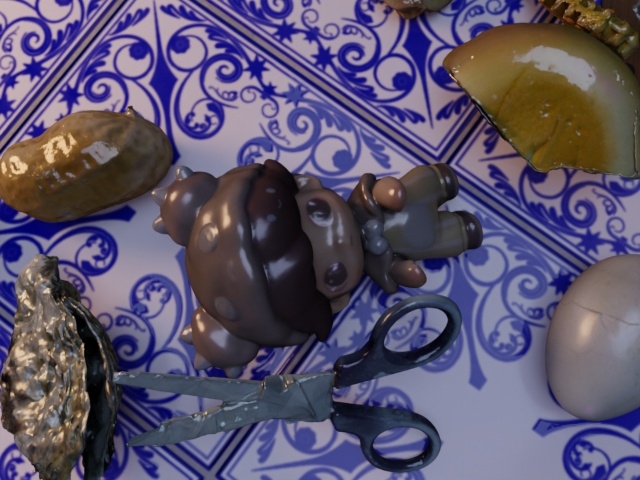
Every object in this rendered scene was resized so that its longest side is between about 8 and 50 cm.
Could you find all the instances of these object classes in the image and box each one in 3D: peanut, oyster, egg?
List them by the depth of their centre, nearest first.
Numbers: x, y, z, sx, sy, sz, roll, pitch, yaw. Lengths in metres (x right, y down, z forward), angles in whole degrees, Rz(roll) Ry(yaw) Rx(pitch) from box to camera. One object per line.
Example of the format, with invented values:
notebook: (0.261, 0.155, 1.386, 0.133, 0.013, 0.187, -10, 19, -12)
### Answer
oyster: (-0.310, 0.164, 0.861, 0.112, 0.198, 0.267, 2, 39, -36)
egg: (0.348, 0.115, 0.863, 0.151, 0.151, 0.209, 29, 85, 6)
peanut: (-0.301, -0.095, 0.930, 0.224, 0.129, 0.129, -23, 81, -5)

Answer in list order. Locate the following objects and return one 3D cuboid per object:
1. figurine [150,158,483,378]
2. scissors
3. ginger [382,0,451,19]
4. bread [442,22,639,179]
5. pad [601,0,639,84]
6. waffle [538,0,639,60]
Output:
figurine: (0.001, 0.000, 0.881, 0.381, 0.203, 0.248, -15, 97, -15)
scissors: (-0.033, 0.174, 0.824, 0.384, 0.029, 0.256, 0, 118, -11)
ginger: (0.093, -0.395, 0.997, 0.213, 0.074, 0.137, 36, 84, 13)
bread: (0.289, -0.173, 0.888, 0.156, 0.158, 0.260, -42, 93, 22)
pad: (0.524, -0.311, 0.991, 0.284, 0.018, 0.286, 8, 80, 6)
waffle: (0.326, -0.287, 0.919, 0.161, 0.192, 0.046, 42, 110, -2)
